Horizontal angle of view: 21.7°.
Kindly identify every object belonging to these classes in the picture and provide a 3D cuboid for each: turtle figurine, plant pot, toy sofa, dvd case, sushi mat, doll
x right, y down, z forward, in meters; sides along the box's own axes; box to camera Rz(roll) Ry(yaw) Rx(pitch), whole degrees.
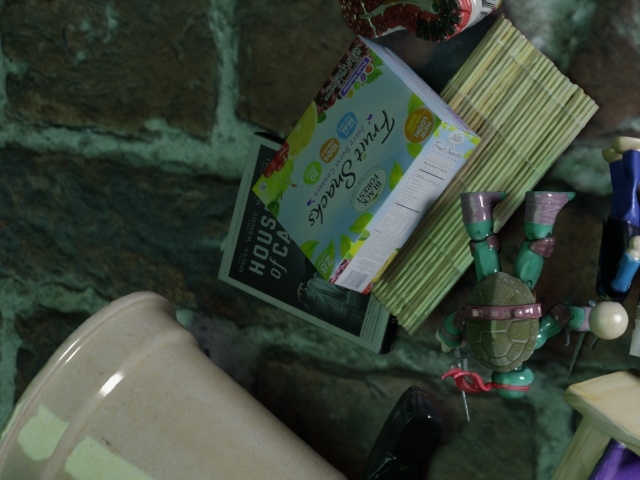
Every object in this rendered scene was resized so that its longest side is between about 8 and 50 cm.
[{"bbox_3d":[0.192,0.068,1.645,0.175,0.118,0.234,0,92,15],"label":"turtle figurine"},{"bbox_3d":[-0.150,0.274,1.826,0.305,0.334,0.334,32,111,19],"label":"plant pot"},{"bbox_3d":[0.263,0.318,1.606,0.177,0.150,0.363,37,113,30],"label":"toy sofa"},{"bbox_3d":[0.000,0.000,1.849,0.238,0.029,0.179,23,106,32],"label":"dvd case"},{"bbox_3d":[0.139,-0.065,1.725,0.151,0.019,0.316,46,110,23],"label":"sushi mat"},{"bbox_3d":[0.285,0.002,1.595,0.046,0.129,0.189,8,77,-2],"label":"doll"}]

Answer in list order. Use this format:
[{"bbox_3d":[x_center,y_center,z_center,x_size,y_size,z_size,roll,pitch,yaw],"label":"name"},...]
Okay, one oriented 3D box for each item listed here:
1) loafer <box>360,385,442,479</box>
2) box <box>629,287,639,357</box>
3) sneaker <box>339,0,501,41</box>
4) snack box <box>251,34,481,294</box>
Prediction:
[{"bbox_3d":[0.082,0.232,1.798,0.061,0.062,0.170,-100,33,-54],"label":"loafer"},{"bbox_3d":[0.410,0.054,1.545,0.233,0.044,0.159,13,101,35],"label":"box"},{"bbox_3d":[0.097,-0.255,1.736,0.225,0.092,0.088,24,127,47],"label":"sneaker"},{"bbox_3d":[0.044,-0.079,1.732,0.207,0.070,0.174,-55,47,18],"label":"snack box"}]
